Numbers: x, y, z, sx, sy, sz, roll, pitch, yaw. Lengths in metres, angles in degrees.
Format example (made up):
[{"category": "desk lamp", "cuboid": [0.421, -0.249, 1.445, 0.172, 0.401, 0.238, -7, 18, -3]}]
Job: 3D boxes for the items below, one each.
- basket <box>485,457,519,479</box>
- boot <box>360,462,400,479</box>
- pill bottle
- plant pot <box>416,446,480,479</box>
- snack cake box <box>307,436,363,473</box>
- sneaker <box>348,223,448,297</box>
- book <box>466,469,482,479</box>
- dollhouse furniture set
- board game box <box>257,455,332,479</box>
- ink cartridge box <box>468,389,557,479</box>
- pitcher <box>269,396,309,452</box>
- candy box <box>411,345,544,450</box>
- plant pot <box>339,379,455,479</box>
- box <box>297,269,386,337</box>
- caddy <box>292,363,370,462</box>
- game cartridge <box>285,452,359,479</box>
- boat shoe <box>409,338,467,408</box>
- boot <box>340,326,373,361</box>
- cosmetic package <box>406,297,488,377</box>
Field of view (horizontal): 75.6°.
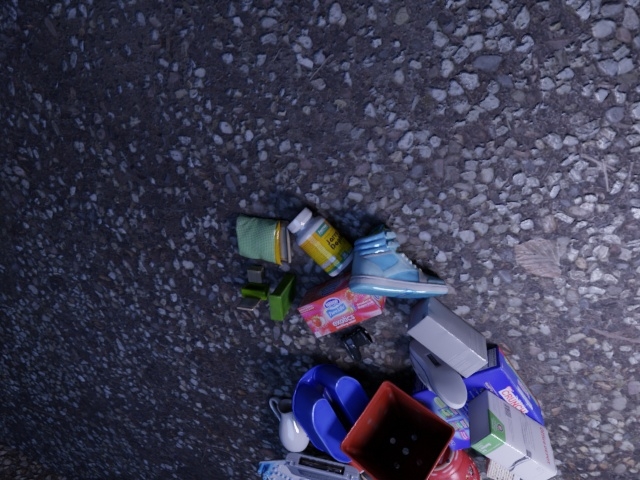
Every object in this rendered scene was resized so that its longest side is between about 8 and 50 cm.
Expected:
[{"category": "basket", "cuboid": [0.637, 0.740, 1.426, 0.103, 0.113, 0.167, 9, 118, 18]}, {"category": "boot", "cuboid": [0.273, 0.935, 1.675, 0.197, 0.077, 0.137, 15, 116, -4]}, {"category": "pill bottle", "cuboid": [0.000, 0.000, 1.260, 0.208, 0.118, 0.117, 44, 121, -6]}, {"category": "plant pot", "cuboid": [0.444, 0.807, 1.470, 0.191, 0.191, 0.174, -24, 110, 27]}, {"category": "snack cake box", "cuboid": [0.102, 0.788, 1.641, 0.264, 0.089, 0.152, 36, 119, -2]}, {"category": "sneaker", "cuboid": [0.236, 0.060, 1.214, 0.318, 0.208, 0.127, 9, 161, -23]}, {"category": "book", "cuboid": [0.533, 0.913, 1.593, 0.144, 0.035, 0.096, 25, 124, 6]}, {"category": "dollhouse furniture set", "cuboid": [-0.200, 0.085, 1.349, 0.197, 0.151, 0.302, 6, 117, 16]}, {"category": "board game box", "cuboid": [-0.051, 1.161, 1.902, 0.389, 0.050, 0.390, -19, 108, 25]}, {"category": "ink cartridge box", "cuboid": [0.550, 0.570, 1.198, 0.219, 0.160, 0.093, 34, 122, -1]}, {"category": "pitcher", "cuboid": [-0.131, 0.745, 1.691, 0.177, 0.125, 0.207, 6, 113, 43]}, {"category": "candy box", "cuboid": [0.507, 0.522, 1.353, 0.317, 0.122, 0.268, -31, 102, 30]}, {"category": "plant pot", "cuboid": [0.268, 0.678, 1.364, 0.267, 0.267, 0.236, 28, 159, 35]}, {"category": "box", "cuboid": [0.069, 0.196, 1.332, 0.256, 0.123, 0.128, -27, 104, 28]}, {"category": "caddy", "cuboid": [0.047, 0.611, 1.482, 0.179, 0.241, 0.342, -1, 121, 59]}, {"category": "game cartridge", "cuboid": [0.015, 0.937, 1.671, 0.297, 0.062, 0.198, 6, 143, 14]}, {"category": "boat shoe", "cuboid": [0.355, 0.425, 1.288, 0.096, 0.267, 0.088, -11, 122, -20]}, {"category": "boot", "cuboid": [0.137, 0.363, 1.442, 0.099, 0.045, 0.121, -30, 102, 26]}, {"category": "cosmetic package", "cuboid": [0.391, 0.291, 1.273, 0.238, 0.127, 0.107, 36, 121, 0]}]
